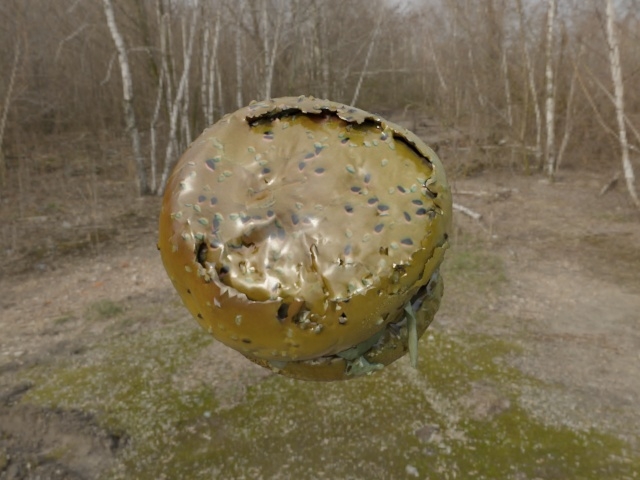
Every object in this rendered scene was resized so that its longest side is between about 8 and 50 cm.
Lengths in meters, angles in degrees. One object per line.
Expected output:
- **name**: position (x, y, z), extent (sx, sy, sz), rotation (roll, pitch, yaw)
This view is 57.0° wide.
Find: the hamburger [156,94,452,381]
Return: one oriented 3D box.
- **hamburger**: position (0.000, 0.000, 0.358), extent (0.177, 0.113, 0.185), rotation (-33, 61, -11)
